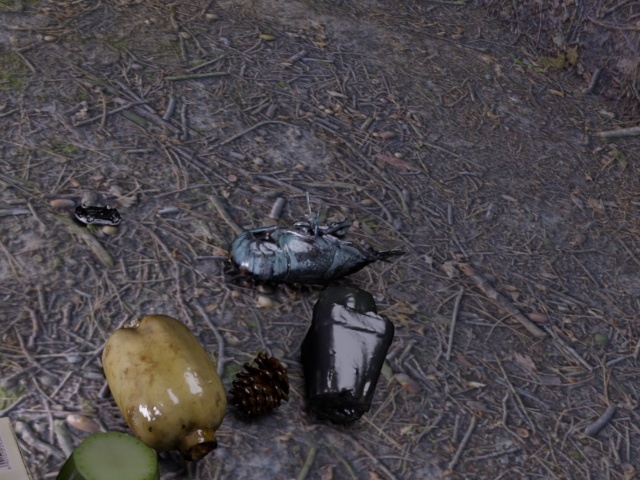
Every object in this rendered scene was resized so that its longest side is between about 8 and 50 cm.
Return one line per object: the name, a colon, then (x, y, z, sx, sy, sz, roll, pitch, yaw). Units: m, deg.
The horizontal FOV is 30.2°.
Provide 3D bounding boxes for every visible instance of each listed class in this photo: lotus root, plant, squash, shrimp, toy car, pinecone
lotus root: (-0.243, 0.229, 1.859, 0.284, 0.160, 0.146, 56, 6, 33)
plant: (0.045, 0.192, 2.079, 0.142, 0.164, 0.256, 13, 50, -10)
squash: (-0.299, 0.353, 1.685, 0.170, 0.123, 0.170, 12, 32, -8)
shrimp: (-0.002, 0.000, 2.302, 0.372, 0.172, 0.137, -10, 41, -31)
toy car: (-0.422, -0.047, 2.239, 0.093, 0.025, 0.041, 1, 38, -35)
pinecone: (-0.098, 0.246, 1.970, 0.102, 0.102, 0.109, 28, 52, 7)

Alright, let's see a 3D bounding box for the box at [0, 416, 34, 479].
box: (-0.427, 0.365, 1.535, 0.095, 0.168, 0.212, -6, 43, -31)
